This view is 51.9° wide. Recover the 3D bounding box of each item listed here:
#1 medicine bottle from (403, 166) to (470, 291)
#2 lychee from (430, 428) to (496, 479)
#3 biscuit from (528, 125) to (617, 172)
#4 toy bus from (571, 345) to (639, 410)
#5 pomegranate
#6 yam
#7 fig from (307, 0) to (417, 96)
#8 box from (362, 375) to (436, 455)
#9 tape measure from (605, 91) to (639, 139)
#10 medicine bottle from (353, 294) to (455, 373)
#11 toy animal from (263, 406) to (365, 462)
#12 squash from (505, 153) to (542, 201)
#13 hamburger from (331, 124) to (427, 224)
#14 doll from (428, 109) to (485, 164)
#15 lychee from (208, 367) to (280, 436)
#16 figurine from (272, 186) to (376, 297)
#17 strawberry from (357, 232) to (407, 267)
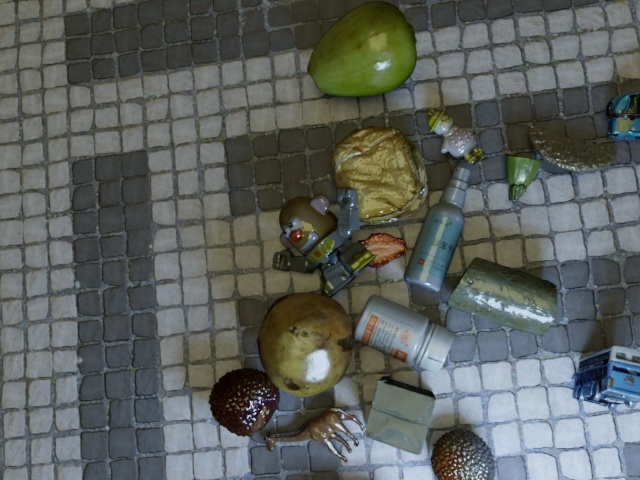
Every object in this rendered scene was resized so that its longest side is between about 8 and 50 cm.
[{"bbox_3d":[0.340,-0.037,1.836,0.110,0.110,0.351,20,84,10],"label":"medicine bottle"},{"bbox_3d":[0.368,0.576,1.718,0.165,0.197,0.165,0,89,-26],"label":"lychee"},{"bbox_3d":[0.698,-0.244,1.835,0.250,0.032,0.133,19,50,10],"label":"biscuit"},{"bbox_3d":[0.716,0.345,1.634,0.106,0.297,0.130,12,76,9],"label":"toy bus"},{"bbox_3d":[-0.042,0.273,1.755,0.282,0.281,0.281,-1,81,7],"label":"pomegranate"},{"bbox_3d":[0.489,0.147,1.765,0.268,0.161,0.161,19,84,11],"label":"yam"},{"bbox_3d":[0.114,-0.533,1.880,0.327,0.258,0.257,-16,79,20],"label":"fig"},{"bbox_3d":[0.208,0.446,1.713,0.149,0.231,0.155,15,82,10],"label":"box"},{"bbox_3d":[0.872,-0.348,1.833,0.146,0.081,0.125,7,85,8],"label":"tape measure"},{"bbox_3d":[0.228,0.254,1.788,0.252,0.144,0.144,20,84,11],"label":"medicine bottle"},{"bbox_3d":[-0.019,0.538,1.817,0.230,0.066,0.224,30,105,2],"label":"toy animal"},{"bbox_3d":[0.561,-0.172,1.851,0.105,0.105,0.132,9,99,9],"label":"squash"},{"bbox_3d":[0.167,-0.189,1.870,0.260,0.144,0.283,-11,84,11],"label":"hamburger"},{"bbox_3d":[0.383,-0.301,1.891,0.129,0.081,0.207,-36,75,-19],"label":"doll"},{"bbox_3d":[-0.213,0.436,1.806,0.188,0.188,0.188,-1,81,7],"label":"lychee"},{"bbox_3d":[0.000,0.000,1.828,0.343,0.167,0.284,-39,82,11],"label":"figurine"},{"bbox_3d":[0.172,0.030,1.881,0.152,0.048,0.103,-3,75,3],"label":"strawberry"}]
